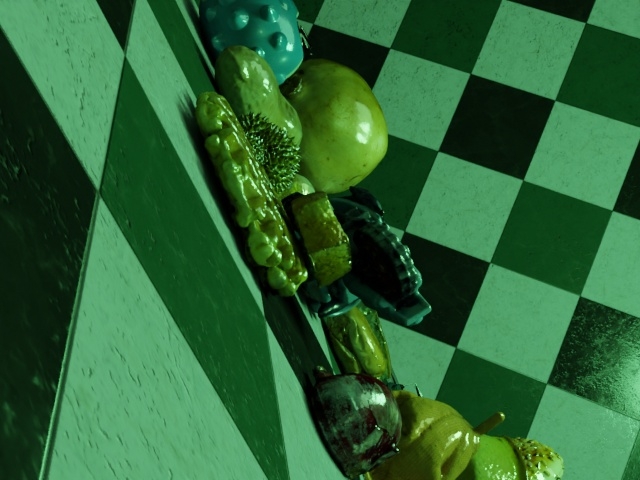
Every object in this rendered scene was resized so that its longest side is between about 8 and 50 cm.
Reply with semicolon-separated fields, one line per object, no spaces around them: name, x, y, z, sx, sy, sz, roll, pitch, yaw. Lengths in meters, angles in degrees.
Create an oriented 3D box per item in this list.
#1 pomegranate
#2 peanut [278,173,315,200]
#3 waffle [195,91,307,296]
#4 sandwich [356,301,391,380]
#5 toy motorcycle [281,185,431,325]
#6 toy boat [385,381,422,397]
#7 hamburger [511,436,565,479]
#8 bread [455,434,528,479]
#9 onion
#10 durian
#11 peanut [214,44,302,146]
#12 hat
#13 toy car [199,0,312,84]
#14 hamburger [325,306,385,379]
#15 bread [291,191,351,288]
pomegranate;0.006;-0.241;2.022;0.307;0.307;0.307;-23;90;-86
peanut;-0.035;-0.061;1.872;0.206;0.087;0.087;62;6;-60
waffle;-0.091;-0.060;1.280;0.281;0.058;0.300;-105;171;-76
sandwich;0.085;0.186;2.040;0.088;0.090;0.244;69;3;-59
toy motorcycle;0.057;0.045;1.572;0.416;0.172;0.232;20;-43;61
toy boat;0.176;0.366;2.155;0.246;0.103;0.092;43;25;-74
hamburger;0.363;0.557;1.943;0.330;0.330;0.250;-70;142;-85
bread;0.258;0.464;1.652;0.270;0.148;0.269;-164;-90;-76
onion;0.053;0.226;1.253;0.206;0.098;0.151;57;12;-68
durian;-0.089;-0.146;1.556;0.208;0.102;0.146;1;71;-82
peanut;-0.115;-0.257;1.748;0.125;0.111;0.274;64;1;37
hat;0.186;0.325;1.503;0.244;0.233;0.233;13;53;-87
toy car;-0.140;-0.419;1.832;0.255;0.189;0.190;68;12;19
hamburger;0.067;0.198;1.773;0.147;0.083;0.138;62;9;-18
bread;0.000;0.000;1.349;0.187;0.065;0.103;83;-17;-66
